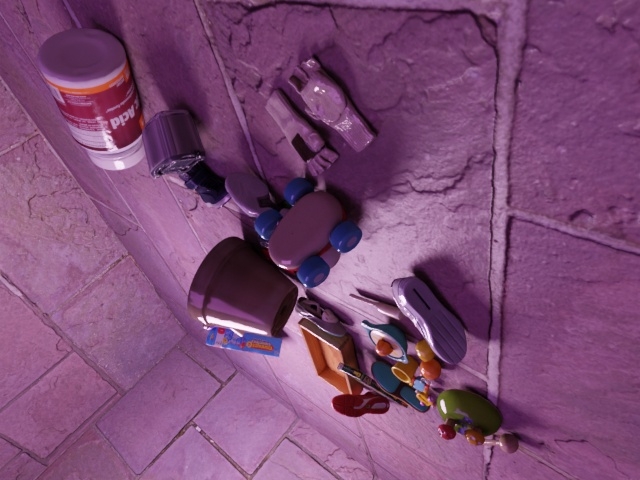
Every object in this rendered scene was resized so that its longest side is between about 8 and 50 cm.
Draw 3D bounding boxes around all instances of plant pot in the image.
[{"bbox_3d":[-0.239,0.183,1.589,0.281,0.323,0.323,23,148,15],"label":"plant pot"}]

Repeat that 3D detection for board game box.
[{"bbox_3d":[0.187,0.512,1.644,0.260,0.030,0.136,38,165,-28],"label":"board game box"},{"bbox_3d":[-0.365,0.474,2.184,0.302,0.086,0.308,14,165,-16],"label":"board game box"}]

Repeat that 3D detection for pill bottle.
[{"bbox_3d":[-0.664,-0.407,1.411,0.224,0.224,0.392,37,152,14],"label":"pill bottle"}]

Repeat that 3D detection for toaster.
[{"bbox_3d":[-0.421,-0.276,1.327,0.227,0.129,0.146,-15,92,53],"label":"toaster"}]

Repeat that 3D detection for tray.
[{"bbox_3d":[0.048,0.454,1.799,0.203,0.076,0.410,26,147,32],"label":"tray"}]

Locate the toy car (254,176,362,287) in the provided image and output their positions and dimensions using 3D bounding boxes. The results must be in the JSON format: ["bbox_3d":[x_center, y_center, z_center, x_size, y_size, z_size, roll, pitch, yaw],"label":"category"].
[{"bbox_3d":[0.000,0.000,1.165,0.219,0.210,0.238,45,-175,29],"label":"toy car"}]

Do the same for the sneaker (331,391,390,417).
[{"bbox_3d":[0.147,0.630,1.800,0.222,0.086,0.128,7,169,-2],"label":"sneaker"}]

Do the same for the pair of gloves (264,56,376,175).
[{"bbox_3d":[-0.013,-0.241,0.944,0.204,0.042,0.240,51,152,-12],"label":"pair of gloves"}]

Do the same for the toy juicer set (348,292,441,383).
[{"bbox_3d":[0.215,0.292,1.321,0.329,0.089,0.209,53,152,-15],"label":"toy juicer set"}]

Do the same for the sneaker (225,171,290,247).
[{"bbox_3d":[-0.168,-0.069,1.317,0.269,0.101,0.153,40,151,4],"label":"sneaker"}]

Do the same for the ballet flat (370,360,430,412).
[{"bbox_3d":[0.261,0.495,1.561,0.232,0.080,0.073,39,167,14],"label":"ballet flat"}]

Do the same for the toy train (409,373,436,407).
[{"bbox_3d":[0.350,0.468,1.435,0.125,0.046,0.166,-15,115,47],"label":"toy train"}]

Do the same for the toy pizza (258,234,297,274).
[{"bbox_3d":[-0.136,0.046,1.523,0.201,0.032,0.201,34,151,21],"label":"toy pizza"}]

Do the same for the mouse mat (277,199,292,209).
[{"bbox_3d":[-0.035,-0.041,1.292,0.189,0.007,0.153,52,152,-11],"label":"mouse mat"}]

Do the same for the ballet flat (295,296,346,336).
[{"bbox_3d":[0.000,0.256,1.599,0.213,0.072,0.068,24,116,30],"label":"ballet flat"}]

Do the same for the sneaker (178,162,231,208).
[{"bbox_3d":[-0.352,-0.182,1.445,0.226,0.086,0.163,0,132,56],"label":"sneaker"}]

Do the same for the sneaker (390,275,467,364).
[{"bbox_3d":[0.264,0.185,1.126,0.258,0.094,0.091,56,169,-13],"label":"sneaker"}]

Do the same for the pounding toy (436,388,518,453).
[{"bbox_3d":[0.423,0.540,1.318,0.237,0.110,0.183,48,140,-11],"label":"pounding toy"}]

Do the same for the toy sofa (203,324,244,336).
[{"bbox_3d":[-0.408,0.324,2.033,0.150,0.177,0.362,40,168,-14],"label":"toy sofa"}]
